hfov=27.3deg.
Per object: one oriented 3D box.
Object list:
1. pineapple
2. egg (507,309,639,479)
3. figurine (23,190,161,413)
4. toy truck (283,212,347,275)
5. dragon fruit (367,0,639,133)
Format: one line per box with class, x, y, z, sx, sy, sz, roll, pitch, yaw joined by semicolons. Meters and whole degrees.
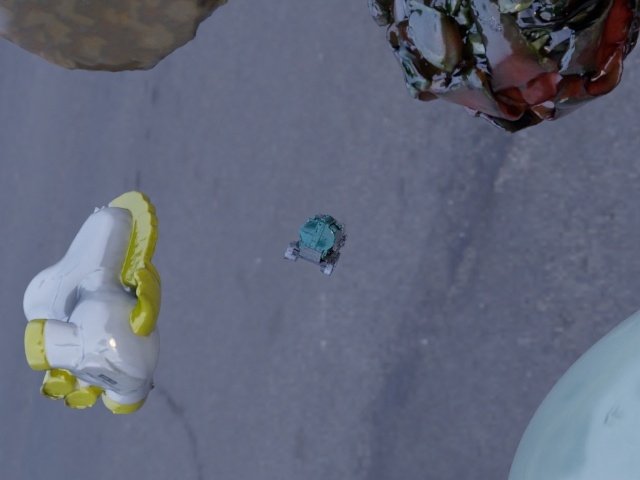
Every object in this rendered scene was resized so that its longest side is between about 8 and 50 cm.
pineapple;-0.133;-0.277;0.791;0.169;0.169;0.340;131;141;-56
egg;0.210;0.126;0.605;0.371;0.230;0.229;143;124;-68
figurine;-0.158;0.039;0.964;0.129;0.109;0.178;-51;29;17
toy truck;0.000;0.000;1.055;0.083;0.039;0.044;-36;-31;-81
dragon fruit;0.113;-0.152;0.779;0.182;0.189;0.182;33;143;29
